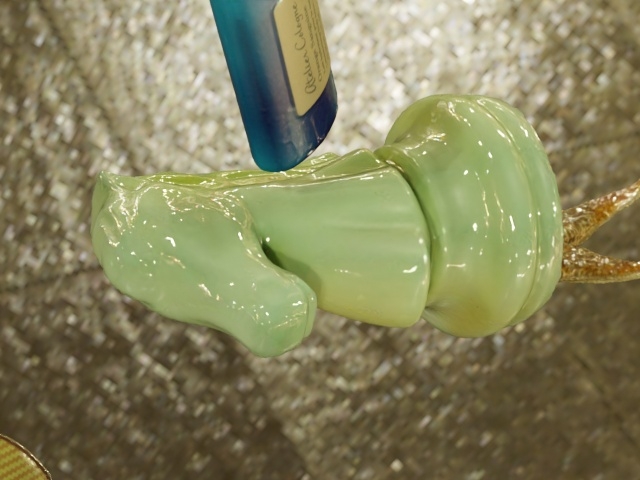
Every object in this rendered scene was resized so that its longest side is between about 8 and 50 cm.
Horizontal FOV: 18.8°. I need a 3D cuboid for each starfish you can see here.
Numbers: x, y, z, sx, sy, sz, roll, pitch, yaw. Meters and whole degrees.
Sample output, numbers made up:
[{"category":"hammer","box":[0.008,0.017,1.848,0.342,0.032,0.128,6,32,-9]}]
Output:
[{"category":"starfish","box":[0.176,-0.005,1.574,0.247,0.050,0.138,4,37,20]}]

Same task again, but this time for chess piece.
[{"category":"chess piece","box":[0.000,0.000,1.279,0.298,0.176,0.176,-10,61,-28]}]

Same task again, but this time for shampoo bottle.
[{"category":"shampoo bottle","box":[-0.031,-0.135,1.201,0.050,0.183,0.087,13,50,26]}]

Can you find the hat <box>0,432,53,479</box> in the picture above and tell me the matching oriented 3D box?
[{"category":"hat","box":[-0.294,0.239,1.485,0.193,0.193,0.082,17,28,-19]}]
